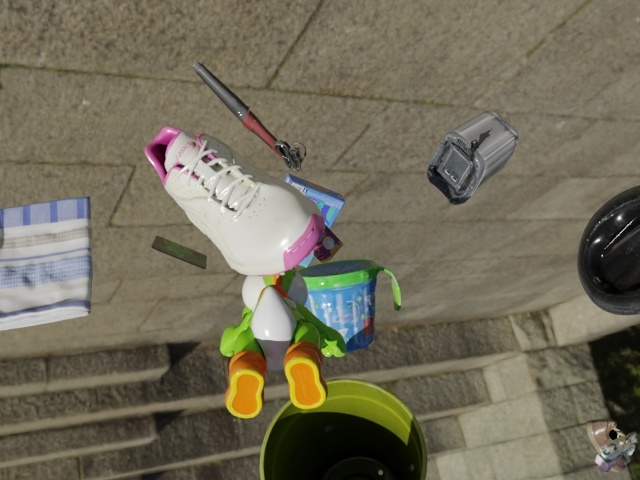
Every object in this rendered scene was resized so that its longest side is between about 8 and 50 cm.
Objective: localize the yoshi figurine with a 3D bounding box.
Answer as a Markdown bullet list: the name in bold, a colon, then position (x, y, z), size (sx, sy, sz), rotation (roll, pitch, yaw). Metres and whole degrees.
- **yoshi figurine**: position (-0.077, 0.169, 1.185), size (0.203, 0.362, 0.203), rotation (37, 110, -21)

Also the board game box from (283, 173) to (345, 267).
- **board game box**: position (-0.057, -0.047, 1.697), size (0.160, 0.047, 0.210), rotation (20, 113, -26)

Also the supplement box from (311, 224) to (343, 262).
- **supplement box**: position (0.000, 0.000, 1.464), size (0.055, 0.083, 0.043), rotation (-50, -167, -26)

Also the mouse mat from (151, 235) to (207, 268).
- **mouse mat**: position (-0.378, 0.030, 1.818), size (0.152, 0.007, 0.189), rotation (23, -175, -13)

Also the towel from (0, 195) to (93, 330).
- **towel**: position (-0.562, 0.039, 1.343), size (0.209, 0.285, 0.034), rotation (-8, 149, -5)

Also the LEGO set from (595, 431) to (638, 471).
- **LEGO set**: position (0.568, 0.428, 1.046), size (0.132, 0.287, 0.107), rotation (-20, 129, -9)

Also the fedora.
- **fedora**: position (0.773, 0.031, 1.568), size (0.152, 0.334, 0.334), rotation (14, 149, -30)

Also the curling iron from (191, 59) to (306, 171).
- **curling iron**: position (-0.127, -0.231, 1.236), size (0.035, 0.274, 0.068), rotation (-52, -168, -28)

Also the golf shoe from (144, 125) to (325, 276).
- **golf shoe**: position (-0.113, -0.052, 0.768), size (0.140, 0.115, 0.306), rotation (46, 168, -35)

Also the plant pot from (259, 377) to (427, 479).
- **plant pot**: position (0.072, 0.569, 1.601), size (0.366, 0.367, 0.353), rotation (-13, 144, 1)

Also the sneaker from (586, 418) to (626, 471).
- **sneaker**: position (0.715, 0.502, 1.634), size (0.071, 0.066, 0.188), rotation (-21, 124, 36)

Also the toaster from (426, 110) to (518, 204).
- **toaster**: position (0.344, -0.194, 1.512), size (0.146, 0.129, 0.227), rotation (-35, 161, -24)

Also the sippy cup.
- **sippy cup**: position (0.055, 0.183, 1.850), size (0.305, 0.224, 0.240), rotation (-4, -172, 26)
